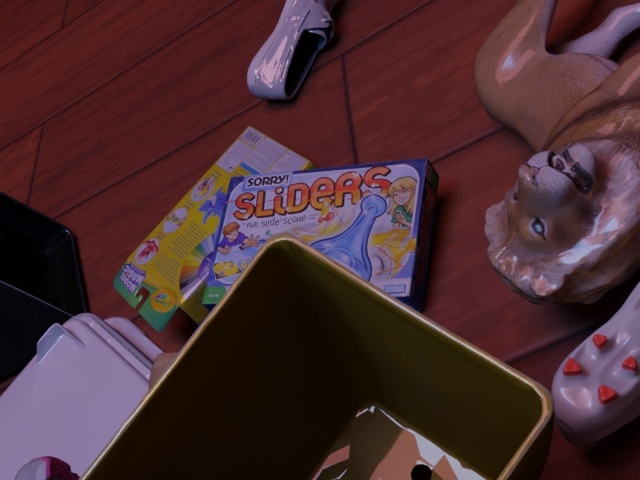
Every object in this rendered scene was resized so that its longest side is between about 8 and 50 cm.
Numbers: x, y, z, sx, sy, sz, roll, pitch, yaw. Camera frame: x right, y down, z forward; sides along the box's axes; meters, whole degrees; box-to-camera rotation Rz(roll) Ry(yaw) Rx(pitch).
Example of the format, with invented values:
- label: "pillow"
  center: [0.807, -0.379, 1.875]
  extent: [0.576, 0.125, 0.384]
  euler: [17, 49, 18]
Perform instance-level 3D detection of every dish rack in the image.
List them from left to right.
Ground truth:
- label: "dish rack"
  center: [-0.241, 0.211, 0.961]
  extent: [0.285, 0.072, 0.333]
  euler: [-50, 39, -10]

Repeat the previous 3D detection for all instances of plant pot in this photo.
- label: "plant pot"
  center: [-0.397, 0.054, 1.166]
  extent: [0.167, 0.187, 0.188]
  euler: [-46, 37, 16]
- label: "plant pot"
  center: [0.016, 0.160, 0.655]
  extent: [0.212, 0.187, 0.212]
  euler: [31, 77, 31]

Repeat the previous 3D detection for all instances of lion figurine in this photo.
- label: "lion figurine"
  center: [0.205, -0.112, 0.838]
  extent: [0.240, 0.142, 0.392]
  euler: [-42, 23, 14]

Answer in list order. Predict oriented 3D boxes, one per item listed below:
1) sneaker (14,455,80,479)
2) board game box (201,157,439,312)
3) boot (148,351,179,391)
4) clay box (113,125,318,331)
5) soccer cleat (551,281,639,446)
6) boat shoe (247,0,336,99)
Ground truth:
- label: "sneaker"
  center: [-0.232, 0.290, 0.778]
  extent: [0.111, 0.103, 0.252]
  euler: [-4, 70, 12]
- label: "board game box"
  center: [0.000, 0.000, 0.926]
  extent: [0.201, 0.035, 0.136]
  euler: [-4, 60, 25]
- label: "boot"
  center: [-0.129, 0.203, 0.755]
  extent: [0.089, 0.236, 0.270]
  euler: [-37, 37, 41]
- label: "clay box"
  center: [-0.102, -0.005, 1.050]
  extent: [0.222, 0.053, 0.127]
  euler: [-49, 40, -5]
- label: "soccer cleat"
  center: [0.227, 0.062, 0.690]
  extent: [0.196, 0.076, 0.068]
  euler: [-35, 58, -16]
- label: "boat shoe"
  center: [-0.017, -0.239, 1.190]
  extent: [0.063, 0.066, 0.184]
  euler: [18, 65, 33]
